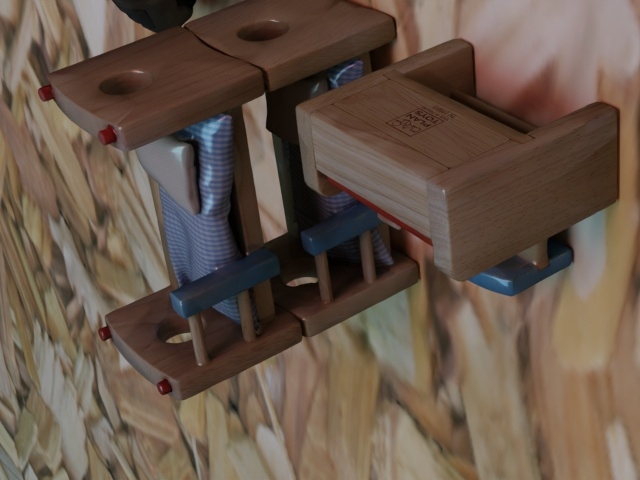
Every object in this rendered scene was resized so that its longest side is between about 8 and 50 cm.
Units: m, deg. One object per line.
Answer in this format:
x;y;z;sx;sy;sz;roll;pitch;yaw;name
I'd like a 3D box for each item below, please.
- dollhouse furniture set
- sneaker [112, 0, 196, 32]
0.000;0.000;0.508;0.184;0.129;0.129;34;141;47;dollhouse furniture set
-0.073;-0.174;0.559;0.087;0.130;0.227;46;177;24;sneaker
